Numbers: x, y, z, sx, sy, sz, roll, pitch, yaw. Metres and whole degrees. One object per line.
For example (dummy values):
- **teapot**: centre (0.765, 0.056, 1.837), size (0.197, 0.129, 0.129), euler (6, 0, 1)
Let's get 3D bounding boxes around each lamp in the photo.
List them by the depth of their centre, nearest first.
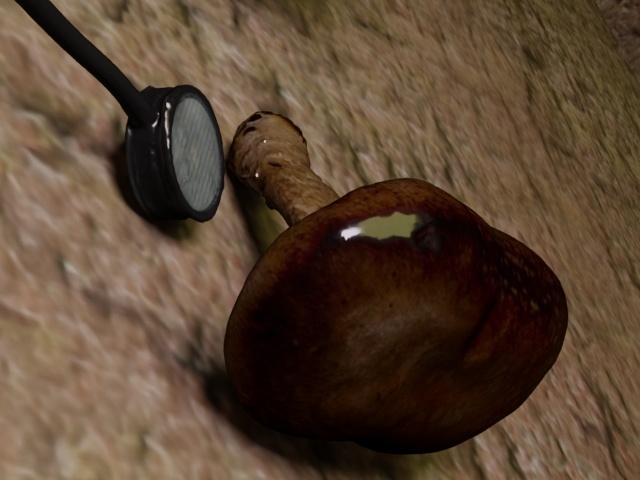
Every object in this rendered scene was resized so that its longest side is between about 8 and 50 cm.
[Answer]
- **lamp**: centre (-0.167, -0.111, 0.549), size (0.371, 0.108, 0.130), euler (36, 50, -60)

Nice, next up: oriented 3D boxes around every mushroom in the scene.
- **mushroom**: centre (0.000, 0.000, 0.684), size (0.217, 0.148, 0.227), euler (49, 6, 33)
